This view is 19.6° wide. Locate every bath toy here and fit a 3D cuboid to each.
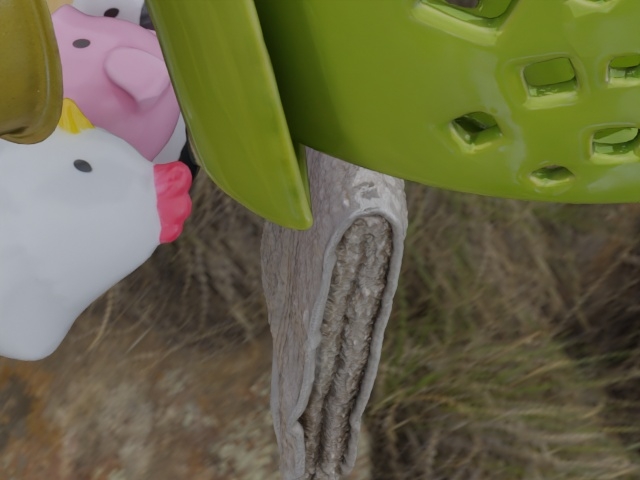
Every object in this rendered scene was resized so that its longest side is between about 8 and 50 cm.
[{"bbox_3d":[-0.108,-0.061,0.953,0.129,0.348,0.151,-19,108,13],"label":"bath toy"}]

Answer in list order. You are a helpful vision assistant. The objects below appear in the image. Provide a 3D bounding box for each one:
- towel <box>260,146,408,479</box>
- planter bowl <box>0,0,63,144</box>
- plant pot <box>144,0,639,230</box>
[{"bbox_3d":[0.000,0.000,1.011,0.049,0.282,0.187,-1,52,-8],"label":"towel"},{"bbox_3d":[-0.173,-0.094,0.516,0.090,0.217,0.217,-38,88,-21],"label":"planter bowl"},{"bbox_3d":[0.035,-0.148,0.652,0.207,0.228,0.227,-11,47,4],"label":"plant pot"}]
